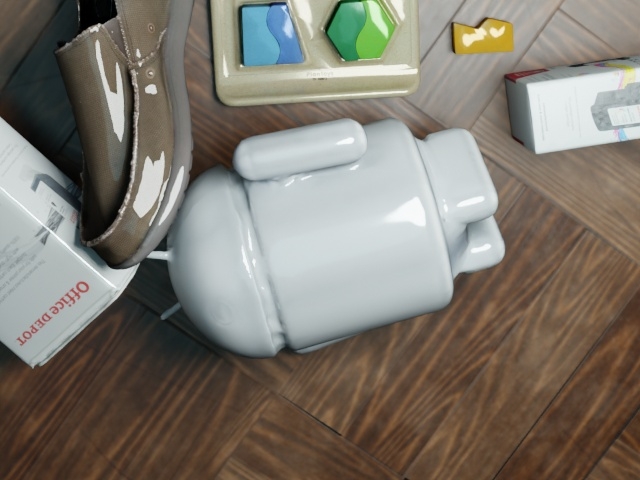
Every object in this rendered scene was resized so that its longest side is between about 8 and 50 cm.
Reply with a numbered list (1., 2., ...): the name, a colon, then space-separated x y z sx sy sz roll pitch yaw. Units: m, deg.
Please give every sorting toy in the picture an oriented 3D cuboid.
1. sorting toy: 0.041 -0.256 1.936 0.307 0.041 0.229 -4 102 -4

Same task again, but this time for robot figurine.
1. robot figurine: 0.000 0.000 1.907 0.353 0.200 0.300 -15 133 -2

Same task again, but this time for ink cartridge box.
1. ink cartridge box: 0.285 -0.141 1.937 0.175 0.127 0.072 -9 100 -4
2. ink cartridge box: -0.306 0.000 1.908 0.218 0.092 0.158 43 125 -10

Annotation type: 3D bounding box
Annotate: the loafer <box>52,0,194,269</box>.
1. loafer: -0.205 -0.154 1.847 0.130 0.134 0.366 9 75 -32
